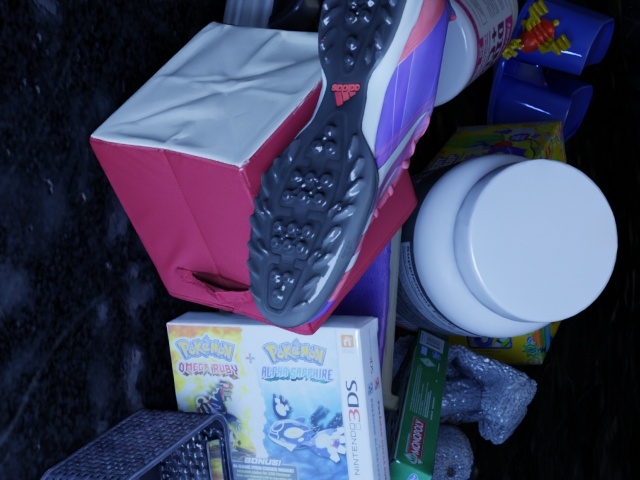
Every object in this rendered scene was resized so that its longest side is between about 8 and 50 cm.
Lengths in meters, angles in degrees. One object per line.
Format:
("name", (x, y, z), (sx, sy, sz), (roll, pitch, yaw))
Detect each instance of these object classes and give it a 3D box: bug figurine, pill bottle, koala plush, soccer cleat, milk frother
("bug figurine", (0.261, -0.383, 1.879), (0.216, 0.072, 0.279), (-32, 91, -43))
("pill bottle", (0.171, -0.290, 1.663), (0.283, 0.160, 0.160), (-43, 128, -58))
("koala plush", (0.152, 0.260, 1.633), (0.221, 0.203, 0.196), (-64, 167, -14))
("pill bottle", (0.186, 0.009, 1.431), (0.363, 0.210, 0.210), (169, -77, -74))
("soccer cleat", (0.035, -0.076, 0.964), (0.116, 0.108, 0.318), (28, 74, -48))
("milk frother", (-0.075, -0.263, 1.223), (0.143, 0.129, 0.135), (15, 70, -20))

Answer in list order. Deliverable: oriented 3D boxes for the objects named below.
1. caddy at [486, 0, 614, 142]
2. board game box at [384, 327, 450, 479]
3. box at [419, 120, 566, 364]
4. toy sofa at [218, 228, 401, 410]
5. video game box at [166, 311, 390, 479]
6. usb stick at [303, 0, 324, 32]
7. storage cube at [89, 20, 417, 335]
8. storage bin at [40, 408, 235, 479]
("caddy", (0.383, -0.305, 2.120), (0.341, 0.179, 0.241), (-32, 140, -65))
("board game box", (0.074, 0.257, 1.372), (0.317, 0.046, 0.214), (-66, -179, -68))
("box", (0.269, -0.002, 1.859), (0.290, 0.177, 0.279), (-49, 132, -56))
("toy sofa", (0.000, 0.000, 1.296), (0.177, 0.150, 0.363), (30, 63, -64))
("video game box", (-0.038, 0.162, 1.141), (0.048, 0.205, 0.187), (-23, 110, -62))
("usb stick", (0.002, -0.370, 1.432), (0.077, 0.045, 0.278), (49, 46, -50))
("storage cube", (-0.053, -0.063, 1.094), (0.215, 0.183, 0.193), (-51, 136, -31))
("storage bin", (-0.151, 0.228, 1.039), (0.180, 0.084, 0.122), (-29, 116, -62))
